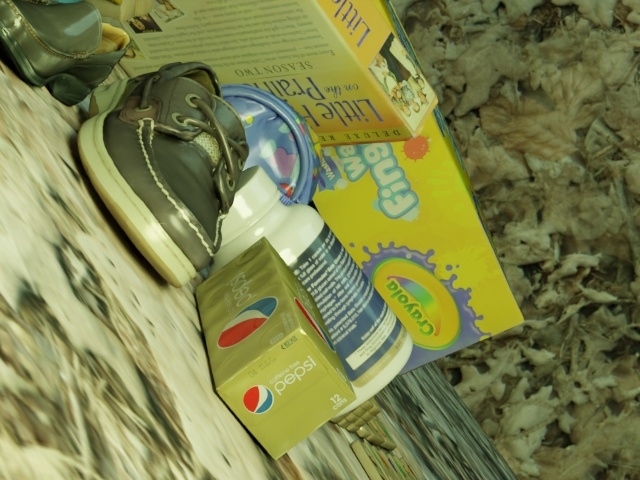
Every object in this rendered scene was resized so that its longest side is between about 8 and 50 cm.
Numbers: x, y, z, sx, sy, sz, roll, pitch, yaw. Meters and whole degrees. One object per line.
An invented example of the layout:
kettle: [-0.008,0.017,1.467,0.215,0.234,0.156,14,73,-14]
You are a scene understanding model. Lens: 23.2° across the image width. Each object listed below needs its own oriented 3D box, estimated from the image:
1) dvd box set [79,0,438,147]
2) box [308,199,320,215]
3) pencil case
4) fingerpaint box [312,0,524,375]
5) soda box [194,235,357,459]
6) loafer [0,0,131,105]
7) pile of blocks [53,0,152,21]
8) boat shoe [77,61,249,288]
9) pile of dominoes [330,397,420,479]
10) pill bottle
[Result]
dvd box set: [-0.119,-0.245,1.390,0.308,0.062,0.420,-1,-42,45]
box: [0.000,0.000,1.963,0.183,0.059,0.233,56,4,16]
pencil case: [-0.059,-0.062,1.290,0.133,0.119,0.306,53,3,-3]
fingerpaint box: [0.056,-0.131,1.774,0.371,0.163,0.444,-95,160,-70]
soda box: [-0.031,0.060,0.947,0.058,0.061,0.181,52,4,-19]
loafer: [-0.170,-0.135,1.001,0.062,0.061,0.170,55,4,5]
pile of blocks: [-0.243,-0.278,1.192,0.113,0.149,0.362,25,-18,25]
boat shoe: [-0.094,-0.060,1.014,0.103,0.092,0.285,56,4,-20]
pile of dominoes: [0.041,0.139,1.311,0.196,0.040,0.251,55,4,18]
pill bottle: [-0.019,0.034,1.088,0.169,0.094,0.094,53,4,-14]
